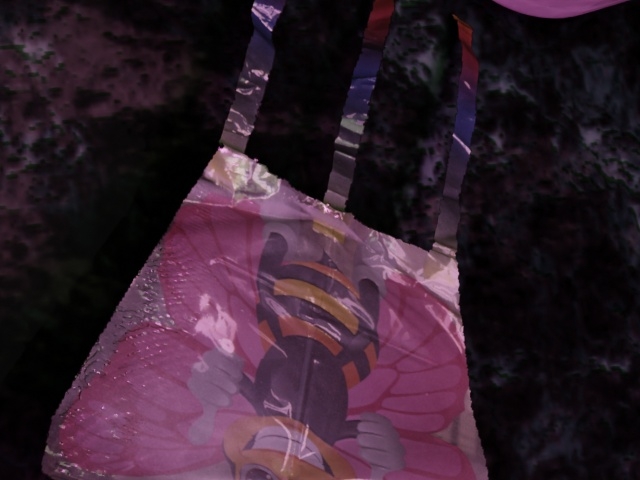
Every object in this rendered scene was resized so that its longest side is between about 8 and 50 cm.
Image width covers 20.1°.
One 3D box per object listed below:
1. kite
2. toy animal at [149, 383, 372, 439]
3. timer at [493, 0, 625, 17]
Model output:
[{"bbox_3d":[0.002,-0.002,0.809,0.204,0.022,0.360,23,52,-19],"label":"kite"},{"bbox_3d":[0.004,0.163,0.785,0.214,0.094,0.186,2,66,-28],"label":"toy animal"},{"bbox_3d":[0.154,-0.251,0.973,0.262,0.087,0.237,-20,86,-30],"label":"timer"}]
